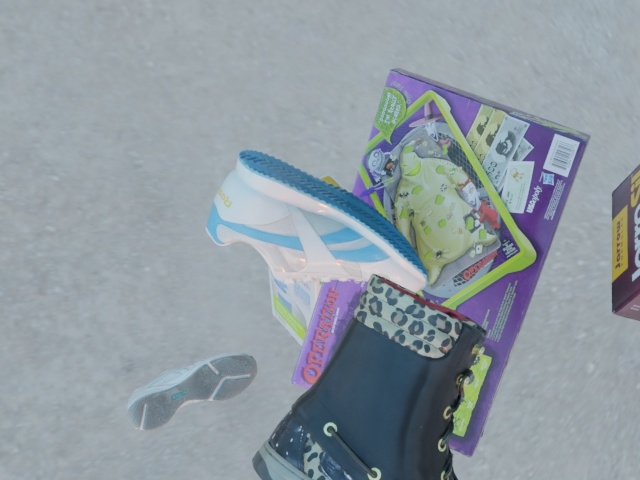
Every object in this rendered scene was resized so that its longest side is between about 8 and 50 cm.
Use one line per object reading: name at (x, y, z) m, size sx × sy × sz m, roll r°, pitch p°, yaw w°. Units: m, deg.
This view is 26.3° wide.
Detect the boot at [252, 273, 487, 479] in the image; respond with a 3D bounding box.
boot at (0.091, 0.149, 1.009) m, size 0.236 × 0.085 × 0.178 m, roll 28°, pitch 93°, yaw -4°

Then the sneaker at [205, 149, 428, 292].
sneaker at (0.000, 0.000, 1.306) m, size 0.229 × 0.087 × 0.092 m, roll 27°, pitch 107°, yaw -20°

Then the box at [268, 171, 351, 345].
box at (0.005, 0.035, 1.703) m, size 0.103 × 0.203 × 0.114 m, roll -27°, pitch 51°, yaw -22°

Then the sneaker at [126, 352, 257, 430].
sneaker at (-0.144, 0.155, 1.508) m, size 0.152 × 0.061 × 0.053 m, roll -21°, pitch 111°, yaw -5°

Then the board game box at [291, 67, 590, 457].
board game box at (0.116, 0.023, 1.379) m, size 0.208 × 0.056 × 0.346 m, roll 21°, pitch 106°, yaw 9°

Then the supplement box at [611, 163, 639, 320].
supplement box at (0.268, -0.024, 0.904) m, size 0.081 × 0.188 × 0.104 m, roll 12°, pitch 62°, yaw -11°
